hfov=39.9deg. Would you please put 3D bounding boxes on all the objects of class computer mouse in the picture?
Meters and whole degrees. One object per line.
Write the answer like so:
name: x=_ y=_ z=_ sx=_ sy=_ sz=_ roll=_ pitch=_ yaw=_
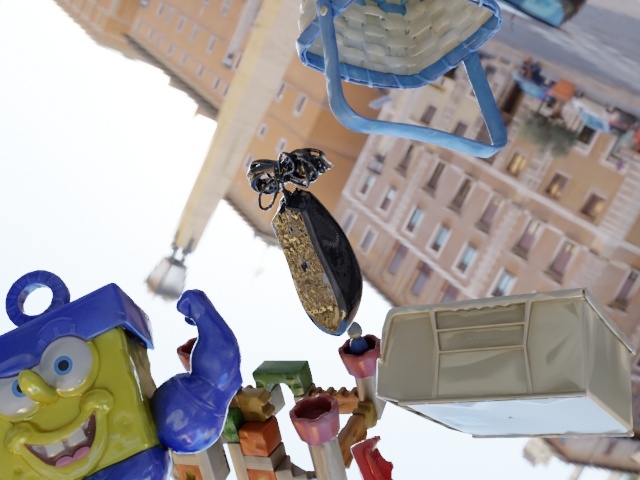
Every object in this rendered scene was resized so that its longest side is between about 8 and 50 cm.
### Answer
computer mouse: x=0.000 y=0.000 z=1.244 sx=0.072 sy=0.272 sz=0.188 roll=-23 pitch=-173 yaw=-31

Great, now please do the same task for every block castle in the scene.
block castle: x=-0.125 y=0.290 z=1.643 sx=0.453 sy=0.213 sz=0.303 roll=-3 pitch=-158 yaw=27

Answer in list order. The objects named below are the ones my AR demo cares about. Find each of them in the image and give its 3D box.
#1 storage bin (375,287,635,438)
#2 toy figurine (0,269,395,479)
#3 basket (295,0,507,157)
storage bin: x=0.239 y=0.167 z=1.110 sx=0.260 sy=0.123 sz=0.262 roll=-8 pitch=157 yaw=29
toy figurine: x=-0.154 y=0.130 z=0.516 sx=0.191 sy=0.362 sz=0.217 roll=64 pitch=-179 yaw=-74
basket: x=0.104 y=-0.243 z=1.075 sx=0.255 sy=0.201 sz=0.289 roll=9 pitch=-124 yaw=-35
